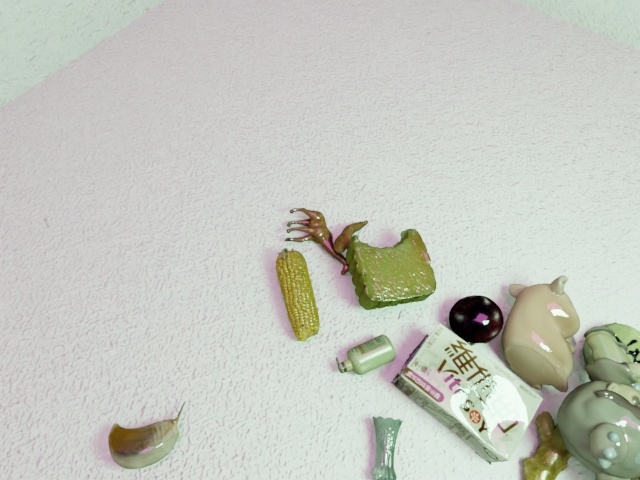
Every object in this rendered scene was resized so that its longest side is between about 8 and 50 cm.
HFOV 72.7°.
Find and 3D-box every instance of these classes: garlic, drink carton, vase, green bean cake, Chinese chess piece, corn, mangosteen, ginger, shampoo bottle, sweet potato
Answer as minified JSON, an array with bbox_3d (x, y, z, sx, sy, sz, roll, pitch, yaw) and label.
[{"bbox_3d":[-0.435,0.501,1.109,0.198,0.090,0.128,-19,50,-7],"label":"garlic"},{"bbox_3d":[0.380,0.398,1.158,0.324,0.132,0.194,36,67,17],"label":"drink carton"},{"bbox_3d":[0.166,0.532,1.109,0.081,0.081,0.148,7,63,3],"label":"vase"},{"bbox_3d":[0.207,0.086,1.317,0.236,0.124,0.233,-7,64,-13],"label":"green bean cake"},{"bbox_3d":[0.852,0.328,1.233,0.188,0.083,0.188,1,58,-2],"label":"Chinese chess piece"},{"bbox_3d":[-0.065,0.158,1.303,0.106,0.106,0.293,-14,63,-9],"label":"corn"},{"bbox_3d":[0.450,0.236,1.256,0.152,0.152,0.152,0,60,-1],"label":"mangosteen"},{"bbox_3d":[0.567,0.583,1.091,0.118,0.065,0.299,22,60,25],"label":"ginger"},{"bbox_3d":[0.125,0.328,1.219,0.162,0.079,0.079,-21,63,-13],"label":"shampoo bottle"},{"bbox_3d":[0.095,-0.020,1.406,0.050,0.050,0.214,27,39,13],"label":"sweet potato"}]

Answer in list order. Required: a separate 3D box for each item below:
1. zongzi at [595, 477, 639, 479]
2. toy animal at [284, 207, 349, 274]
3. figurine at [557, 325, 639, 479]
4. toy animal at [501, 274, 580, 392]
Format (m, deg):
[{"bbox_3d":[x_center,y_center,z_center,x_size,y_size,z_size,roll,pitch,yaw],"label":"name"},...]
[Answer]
[{"bbox_3d":[0.773,0.542,1.050,0.187,0.184,0.084,-29,69,-16],"label":"zongzi"},{"bbox_3d":[0.000,0.000,1.414,0.230,0.066,0.224,9,59,-6],"label":"toy animal"},{"bbox_3d":[0.694,0.391,1.052,0.203,0.248,0.380,1,44,34],"label":"figurine"},{"bbox_3d":[0.625,0.252,1.212,0.213,0.195,0.256,42,61,-10],"label":"toy animal"}]
